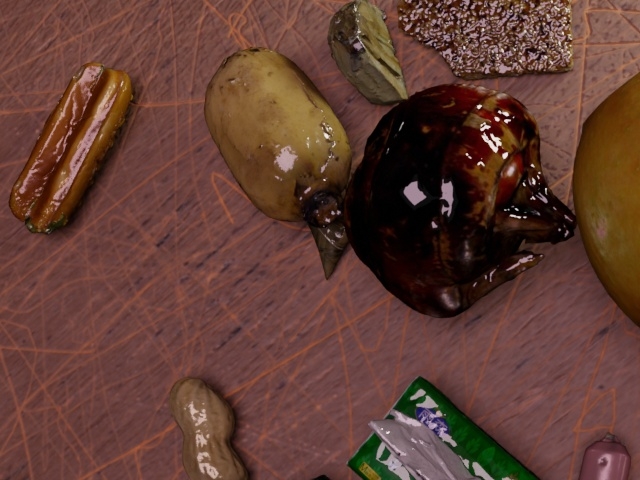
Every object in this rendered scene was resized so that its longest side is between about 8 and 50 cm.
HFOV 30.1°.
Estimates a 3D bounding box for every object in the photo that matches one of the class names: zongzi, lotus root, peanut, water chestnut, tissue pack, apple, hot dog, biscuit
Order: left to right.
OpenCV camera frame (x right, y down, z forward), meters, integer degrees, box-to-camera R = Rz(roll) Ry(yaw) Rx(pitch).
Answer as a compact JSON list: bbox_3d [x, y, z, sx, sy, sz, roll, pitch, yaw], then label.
[{"bbox_3d":[-0.360,-0.133,1.714,0.115,0.072,0.269,31,93,16],"label":"hot dog"},{"bbox_3d":[-0.149,0.271,1.598,0.082,0.082,0.187,-18,78,12],"label":"peanut"},{"bbox_3d":[-0.052,-0.133,1.589,0.160,0.146,0.284,-46,58,24],"label":"lotus root"},{"bbox_3d":[0.000,0.000,1.620,0.076,0.040,0.083,34,110,24],"label":"zongzi"},{"bbox_3d":[0.049,-0.256,1.590,0.070,0.144,0.143,-20,69,20],"label":"lotus root"},{"bbox_3d":[0.154,0.290,1.471,0.209,0.156,0.148,41,92,18],"label":"tissue pack"},{"bbox_3d":[0.164,-0.052,1.474,0.244,0.289,0.289,30,91,-15],"label":"water chestnut"},{"bbox_3d":[0.218,-0.282,1.600,0.236,0.026,0.131,-2,80,14],"label":"biscuit"},{"bbox_3d":[0.478,-0.056,1.357,0.383,0.374,0.374,-25,75,-20],"label":"apple"}]

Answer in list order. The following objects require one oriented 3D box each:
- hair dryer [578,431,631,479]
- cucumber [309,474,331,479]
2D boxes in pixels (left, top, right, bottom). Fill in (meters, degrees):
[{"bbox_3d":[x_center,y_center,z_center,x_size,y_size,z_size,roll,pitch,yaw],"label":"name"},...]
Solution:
[{"bbox_3d":[0.295,0.400,1.439,0.210,0.125,0.353,10,77,24],"label":"hair dryer"},{"bbox_3d":[-0.016,0.402,1.500,0.130,0.191,0.191,-32,75,11],"label":"cucumber"}]
